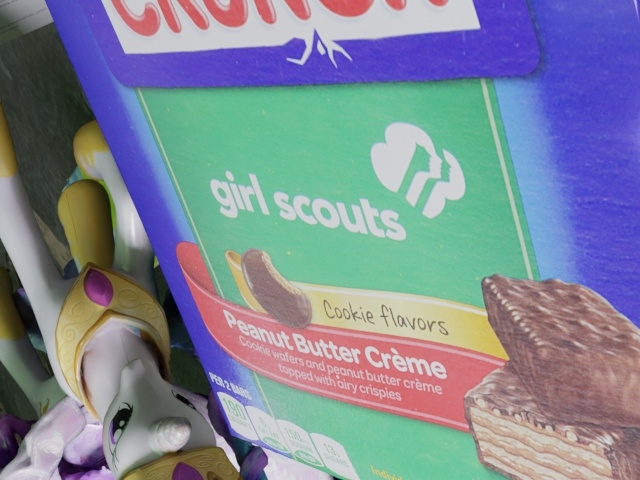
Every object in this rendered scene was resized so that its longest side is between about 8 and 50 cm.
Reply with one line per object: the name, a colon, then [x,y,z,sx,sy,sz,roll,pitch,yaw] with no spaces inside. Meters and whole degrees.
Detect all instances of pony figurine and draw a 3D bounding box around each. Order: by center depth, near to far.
pony figurine: [-0.145,0.111,0.788,0.351,0.303,0.363,101,148,-44]

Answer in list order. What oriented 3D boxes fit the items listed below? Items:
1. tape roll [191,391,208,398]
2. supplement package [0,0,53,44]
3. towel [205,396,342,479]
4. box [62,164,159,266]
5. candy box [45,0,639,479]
tape roll: [-0.113,0.229,1.054,0.080,0.189,0.189,5,123,63]
supplement package: [-0.297,-0.272,0.803,0.199,0.198,0.262,44,153,34]
towel: [-0.045,0.278,0.932,0.308,0.228,0.076,54,164,13]
box: [-0.165,-0.027,1.034,0.109,0.042,0.178,60,158,0]
candy box: [0.040,-0.047,0.435,0.268,0.122,0.317,12,129,44]
